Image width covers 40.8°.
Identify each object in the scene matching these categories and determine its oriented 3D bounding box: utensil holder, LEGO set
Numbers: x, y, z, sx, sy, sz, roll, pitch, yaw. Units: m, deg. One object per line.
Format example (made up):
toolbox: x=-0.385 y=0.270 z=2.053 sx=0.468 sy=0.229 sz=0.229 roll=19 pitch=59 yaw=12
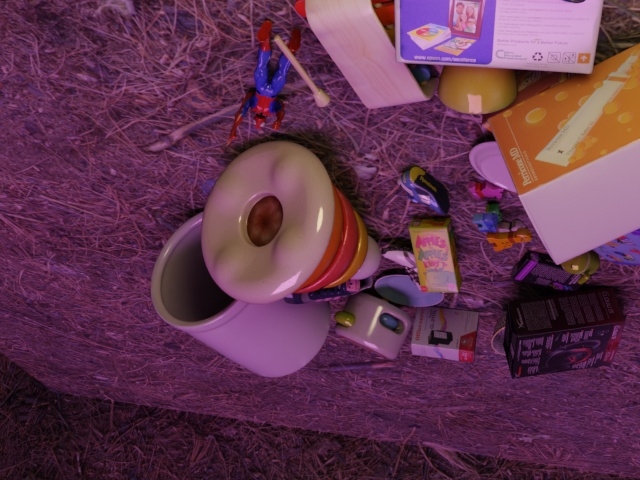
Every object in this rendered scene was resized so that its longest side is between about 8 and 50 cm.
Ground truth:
utensil holder: x=-0.188 y=0.147 z=2.211 sx=0.327 sy=0.328 sz=0.385 roll=-5 pitch=150 yaw=31
LEGO set: x=0.403 y=-0.038 z=1.855 sx=0.093 sy=0.087 sz=0.227 roll=-6 pitch=148 yaw=33

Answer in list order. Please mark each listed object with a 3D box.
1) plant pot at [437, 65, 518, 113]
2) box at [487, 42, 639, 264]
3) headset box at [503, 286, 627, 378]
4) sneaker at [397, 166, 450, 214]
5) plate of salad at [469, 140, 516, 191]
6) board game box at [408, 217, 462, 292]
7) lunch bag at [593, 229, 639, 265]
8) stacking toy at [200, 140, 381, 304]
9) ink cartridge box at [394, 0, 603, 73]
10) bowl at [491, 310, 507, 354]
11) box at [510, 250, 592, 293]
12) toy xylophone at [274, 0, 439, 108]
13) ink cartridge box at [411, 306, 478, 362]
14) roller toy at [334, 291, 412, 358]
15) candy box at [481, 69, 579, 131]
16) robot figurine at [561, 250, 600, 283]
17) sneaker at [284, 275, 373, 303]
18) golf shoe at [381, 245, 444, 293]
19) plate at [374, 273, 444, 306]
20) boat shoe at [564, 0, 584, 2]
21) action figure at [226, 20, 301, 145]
plant pot: x=0.260 y=-0.286 z=1.422 sx=0.134 sy=0.134 sz=0.095 roll=5 pitch=134 yaw=15
box: x=0.465 y=-0.151 z=1.323 sx=0.345 sy=0.215 sz=0.168 roll=-26 pitch=128 yaw=16
headset box: x=0.618 y=0.232 z=2.153 sx=0.293 sy=0.110 sz=0.218 roll=-9 pitch=143 yaw=2
sneaker: x=0.223 y=-0.104 z=1.849 sx=0.059 sy=0.053 sz=0.144 roll=-18 pitch=131 yaw=44
plate of salad: x=0.391 y=-0.147 z=1.695 sx=0.199 sy=0.048 sz=0.200 roll=22 pitch=162 yaw=7
board game box: x=0.270 y=0.036 z=2.015 sx=0.092 sy=0.043 sz=0.181 roll=0 pitch=122 yaw=25
lunch bag: x=0.627 y=-0.020 z=1.769 sx=0.221 sy=0.138 sz=0.293 roll=28 pitch=158 yaw=-32
stacking toy: x=0.000 y=0.000 z=1.951 sx=0.350 sy=0.351 sz=0.479 roll=-9 pitch=163 yaw=36
ink cartridge box: x=0.259 y=-0.393 z=1.241 sx=0.303 sy=0.072 sz=0.307 roll=7 pitch=132 yaw=13
bowl: x=0.530 y=0.229 z=2.290 sx=0.170 sy=0.080 sz=0.170 roll=-3 pitch=140 yaw=-3
box: x=0.555 y=0.078 z=2.071 sx=0.162 sy=0.029 sz=0.116 roll=15 pitch=154 yaw=-2
toy xylophone: x=0.063 y=-0.327 z=1.461 sx=0.236 sy=0.081 sz=0.323 roll=0 pitch=150 yaw=23
ink cartridge box: x=0.346 y=0.259 z=2.394 sx=0.175 sy=0.128 sz=0.072 roll=6 pitch=151 yaw=13
roller toy: x=0.150 y=0.229 z=2.379 sx=0.191 sy=0.146 sz=0.209 roll=23 pitch=171 yaw=18
candy box: x=0.464 y=-0.198 z=1.524 sx=0.316 sy=0.088 sz=0.183 roll=28 pitch=149 yaw=-25
robot figurine: x=0.582 y=0.044 z=1.932 sx=0.067 sy=0.101 sz=0.115 roll=-30 pitch=156 yaw=36
sneaker: x=0.023 y=0.098 z=2.136 sx=0.131 sy=0.112 sz=0.319 roll=6 pitch=-170 yaw=27
golf shoe: x=0.238 y=0.072 z=2.112 sx=0.198 sy=0.094 sz=0.077 roll=17 pitch=179 yaw=-4
plate: x=0.239 y=0.128 z=2.308 sx=0.188 sy=0.024 sz=0.188 roll=11 pitch=154 yaw=5
boat shoe: x=0.252 y=-0.395 z=1.129 sx=0.258 sy=0.089 sz=0.109 roll=20 pitch=135 yaw=0
action figure: x=-0.106 y=-0.264 z=1.604 sx=0.091 sy=0.139 sz=0.280 roll=16 pitch=155 yaw=-4
